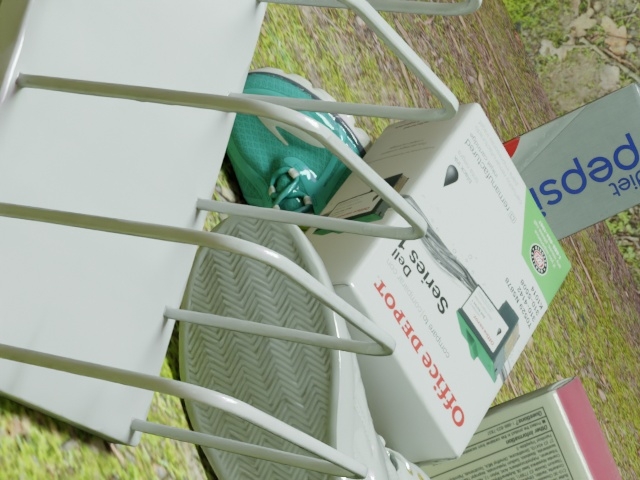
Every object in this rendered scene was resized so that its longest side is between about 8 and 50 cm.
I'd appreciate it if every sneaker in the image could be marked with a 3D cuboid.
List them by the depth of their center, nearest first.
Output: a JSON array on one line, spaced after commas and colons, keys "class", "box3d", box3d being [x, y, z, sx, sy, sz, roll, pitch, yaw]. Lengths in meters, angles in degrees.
[{"class": "sneaker", "box3d": [0.000, 0.129, 1.089, 0.169, 0.108, 0.292, 13, 63, -72]}, {"class": "sneaker", "box3d": [0.000, 0.000, 1.258, 0.275, 0.107, 0.110, 64, 26, -5]}]

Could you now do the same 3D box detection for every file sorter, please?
[{"class": "file sorter", "box3d": [-0.047, -0.040, 0.841, 0.193, 0.173, 0.277, 37, 64, -58]}]

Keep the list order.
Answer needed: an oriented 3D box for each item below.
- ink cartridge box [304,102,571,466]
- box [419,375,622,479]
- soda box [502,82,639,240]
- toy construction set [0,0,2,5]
[{"class": "ink cartridge box", "box3d": [0.070, 0.032, 1.202, 0.160, 0.093, 0.219, 57, 44, -22]}, {"class": "box", "box3d": [0.175, 0.243, 1.357, 0.232, 0.149, 0.127, 68, 16, 5]}, {"class": "soda box", "box3d": [0.167, -0.034, 1.473, 0.098, 0.286, 0.091, 66, 18, 3]}, {"class": "toy construction set", "box3d": [-0.145, -0.219, 0.988, 0.327, 0.151, 0.215, -53, 137, -53]}]
